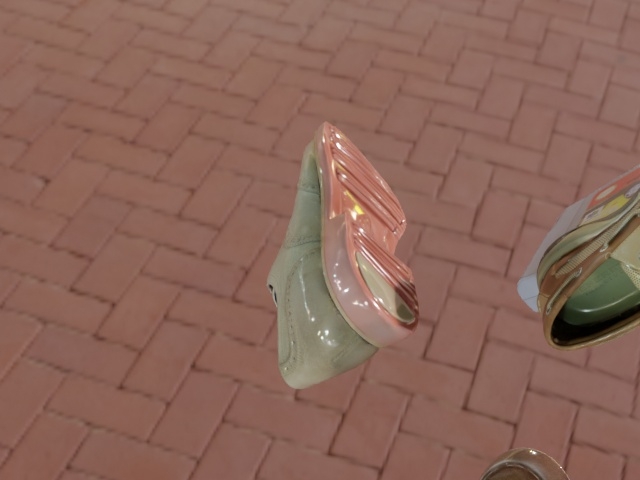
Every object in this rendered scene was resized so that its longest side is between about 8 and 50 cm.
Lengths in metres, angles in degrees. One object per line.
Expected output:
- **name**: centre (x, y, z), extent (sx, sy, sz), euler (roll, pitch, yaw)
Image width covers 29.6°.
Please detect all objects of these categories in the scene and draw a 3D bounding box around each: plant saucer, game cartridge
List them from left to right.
- **plant saucer**: centre (0.253, 0.350, 1.551), extent (0.029, 0.168, 0.168), euler (13, 30, -42)
- **game cartridge**: centre (0.355, -0.028, 1.360), extent (0.060, 0.294, 0.196), euler (47, 41, -10)

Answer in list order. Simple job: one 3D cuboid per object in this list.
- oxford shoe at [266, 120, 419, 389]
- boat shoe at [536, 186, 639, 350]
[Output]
- **oxford shoe**: centre (0.000, 0.000, 1.272), extent (0.140, 0.146, 0.397), euler (44, 20, -20)
- **boat shoe**: centre (0.335, 0.011, 1.167), extent (0.122, 0.324, 0.120), euler (35, 42, -11)
